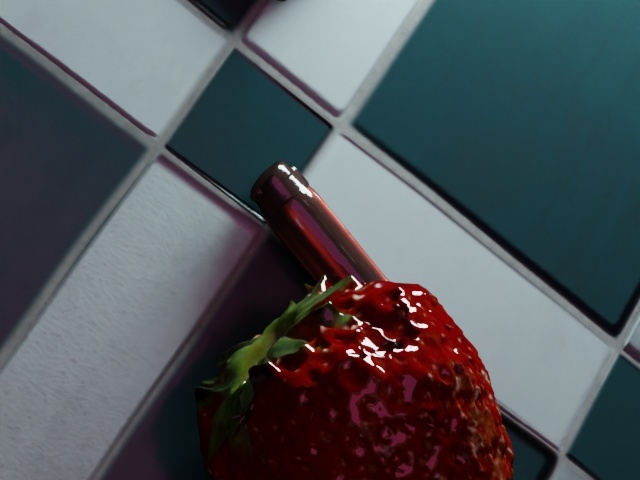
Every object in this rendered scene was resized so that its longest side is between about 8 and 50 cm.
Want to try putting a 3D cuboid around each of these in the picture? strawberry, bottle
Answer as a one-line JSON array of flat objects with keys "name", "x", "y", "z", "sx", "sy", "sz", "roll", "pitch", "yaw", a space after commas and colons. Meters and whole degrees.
[{"name": "strawberry", "x": 0.045, "y": 0.170, "z": 1.055, "sx": 0.257, "sy": 0.257, "sz": 0.277, "roll": -45, "pitch": 103, "yaw": -21}, {"name": "bottle", "x": 0.000, "y": 0.000, "z": 1.164, "sx": 0.060, "sy": 0.060, "sz": 0.164, "roll": -42, "pitch": 97, "yaw": -21}]
